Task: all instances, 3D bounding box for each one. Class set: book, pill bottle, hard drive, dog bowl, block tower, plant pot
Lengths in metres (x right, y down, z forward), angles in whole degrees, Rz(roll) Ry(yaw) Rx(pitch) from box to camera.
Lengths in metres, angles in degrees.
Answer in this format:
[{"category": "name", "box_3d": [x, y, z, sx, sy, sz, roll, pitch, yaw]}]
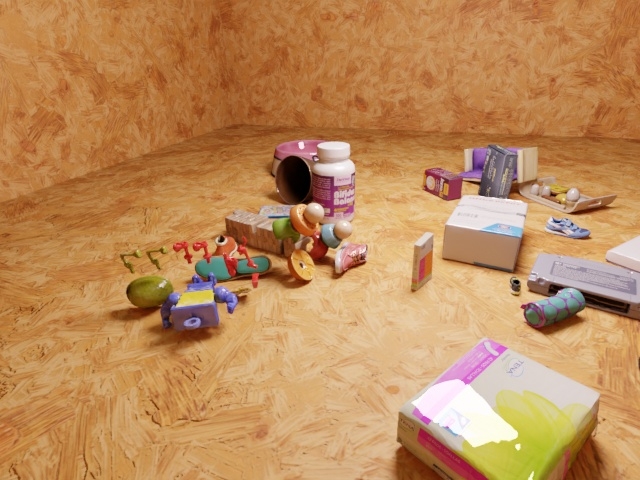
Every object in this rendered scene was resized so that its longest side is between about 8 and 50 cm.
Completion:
[{"category": "book", "box_3d": [0.293, 0.060, 1.167, 0.035, 0.144, 0.096, 15, 30, 32]}, {"category": "pill bottle", "box_3d": [0.053, -0.225, 1.593, 0.169, 0.302, 0.169, -2, 26, 1]}, {"category": "hard drive", "box_3d": [1.089, 0.045, 1.268, 0.318, 0.040, 0.210, -16, 29, -28]}, {"category": "dog bowl", "box_3d": [-0.077, -0.453, 2.254, 0.407, 0.150, 0.408, -2, 26, 1]}, {"category": "block tower", "box_3d": [-0.198, -0.027, 1.443, 0.335, 0.091, 0.097, 15, 30, 32]}, {"category": "plant pot", "box_3d": [-0.052, -0.279, 1.859, 0.215, 0.216, 0.230, 18, 18, 35]}]

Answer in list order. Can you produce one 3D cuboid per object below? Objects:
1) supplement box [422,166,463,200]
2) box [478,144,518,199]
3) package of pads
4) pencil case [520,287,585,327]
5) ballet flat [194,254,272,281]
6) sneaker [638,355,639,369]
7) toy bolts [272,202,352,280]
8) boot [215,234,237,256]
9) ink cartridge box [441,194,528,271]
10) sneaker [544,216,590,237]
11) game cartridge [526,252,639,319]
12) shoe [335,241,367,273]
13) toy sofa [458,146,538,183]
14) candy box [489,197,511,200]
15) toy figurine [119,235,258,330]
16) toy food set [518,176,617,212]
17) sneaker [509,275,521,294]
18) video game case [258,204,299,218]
[{"category": "supplement box", "box_3d": [0.561, -0.263, 1.869, 0.080, 0.104, 0.188, -12, 28, -20]}, {"category": "box", "box_3d": [0.755, -0.276, 1.737, 0.059, 0.233, 0.183, 0, 26, -2]}, {"category": "package of pads", "box_3d": [0.313, 0.309, 0.700, 0.296, 0.101, 0.229, -23, 32, -36]}, {"category": "pencil case", "box_3d": [0.585, 0.168, 1.018, 0.151, 0.065, 0.070, -12, 43, -21]}, {"category": "ballet flat", "box_3d": [-0.267, 0.086, 1.258, 0.232, 0.080, 0.073, -1, -2, -5]}, {"category": "sneaker", "box_3d": [0.704, 0.268, 0.819, 0.077, 0.072, 0.178, 25, 42, 22]}, {"category": "toy bolts", "box_3d": [0.000, 0.000, 1.244, 0.158, 0.218, 0.228, -29, -21, 31]}, {"category": "boot", "box_3d": [-0.323, 0.010, 1.382, 0.059, 0.085, 0.158, -4, 24, 0]}, {"category": "ink cartridge box", "box_3d": [0.561, -0.037, 1.370, 0.223, 0.129, 0.307, 12, 29, 26]}, {"category": "sneaker", "box_3d": [0.887, -0.047, 1.452, 0.144, 0.059, 0.053, 14, 28, 27]}, {"category": "game cartridge", "box_3d": [0.753, 0.116, 1.131, 0.294, 0.060, 0.196, 16, 34, 32]}, {"category": "shoe", "box_3d": [0.102, 0.052, 1.289, 0.081, 0.064, 0.178, 1, 21, 16]}, {"category": "toy sofa", "box_3d": [0.834, -0.366, 1.945, 0.177, 0.150, 0.362, -12, 17, -19]}, {"category": "candy box", "box_3d": [0.652, -0.109, 1.583, 0.196, 0.070, 0.165, 10, 28, 25]}, {"category": "toy figurine", "box_3d": [-0.341, 0.136, 1.017, 0.362, 0.191, 0.217, -5, 31, -5]}, {"category": "toy food set", "box_3d": [1.053, -0.213, 1.748, 0.219, 0.092, 0.306, -11, 27, -18]}, {"category": "sneaker", "box_3d": [0.557, 0.121, 1.150, 0.031, 0.035, 0.083, 7, 27, 16]}, {"category": "video game case", "box_3d": [-0.174, -0.123, 1.726, 0.166, 0.015, 0.119, -1, 25, 1]}]
